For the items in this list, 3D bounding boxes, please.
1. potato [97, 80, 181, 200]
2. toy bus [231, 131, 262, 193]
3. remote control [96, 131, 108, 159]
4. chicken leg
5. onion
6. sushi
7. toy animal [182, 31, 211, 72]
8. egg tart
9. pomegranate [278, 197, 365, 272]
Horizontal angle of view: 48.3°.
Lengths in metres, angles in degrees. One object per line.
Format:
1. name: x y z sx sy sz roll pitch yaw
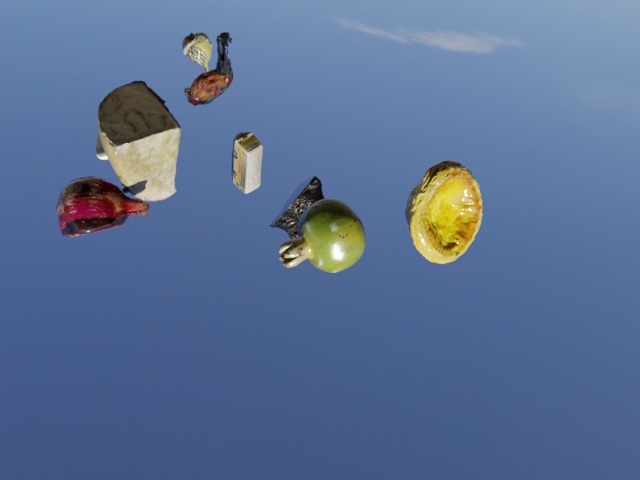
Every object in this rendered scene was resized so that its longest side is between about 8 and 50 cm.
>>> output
1. potato: -0.485 -0.233 1.807 0.211 0.264 0.189 -31 -119 -35
2. toy bus: -0.177 -0.184 1.712 0.057 0.172 0.072 -32 -114 -24
3. remote control: -0.637 -0.330 2.215 0.103 0.051 0.293 -17 -143 -3
4. chicken leg: -0.296 -0.471 2.004 0.106 0.253 0.051 20 -140 -23
5. onion: -0.530 -0.087 1.742 0.218 0.139 0.195 -10 179 -1
6. sushi: -0.032 -0.067 2.097 0.150 0.172 0.153 39 166 -12
7. toy animal: -0.403 -0.609 2.329 0.098 0.137 0.098 0 -165 0
8. egg tart: 0.357 -0.089 2.149 0.319 0.318 0.128 -13 -160 -36
9. pomegranate: 0.012 0.007 1.716 0.179 0.179 0.210 31 -102 26
